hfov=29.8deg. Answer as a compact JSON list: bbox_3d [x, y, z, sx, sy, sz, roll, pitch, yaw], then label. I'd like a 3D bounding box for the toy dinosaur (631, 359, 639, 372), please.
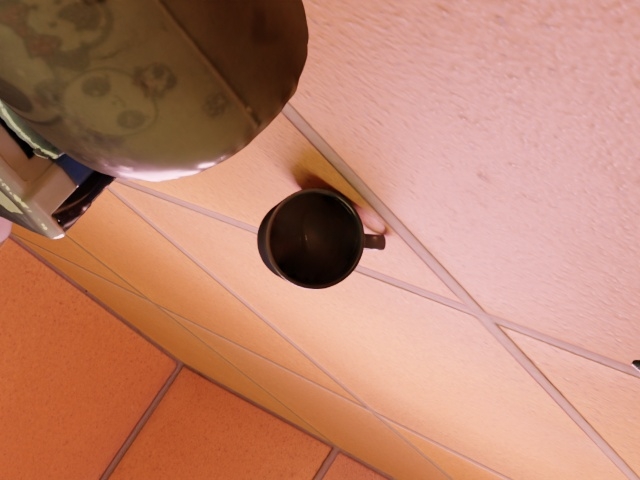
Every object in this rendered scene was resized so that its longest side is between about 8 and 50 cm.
[{"bbox_3d":[0.337,0.200,0.838,0.363,0.076,0.147,38,161,-2],"label":"toy dinosaur"}]

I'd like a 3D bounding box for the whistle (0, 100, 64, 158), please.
[{"bbox_3d":[-0.204,-0.157,0.817,0.274,0.093,0.186,31,141,-2],"label":"whistle"}]

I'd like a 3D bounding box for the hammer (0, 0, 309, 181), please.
[{"bbox_3d":[0.000,-0.110,0.334,0.305,0.113,0.202,-5,149,30],"label":"hammer"}]

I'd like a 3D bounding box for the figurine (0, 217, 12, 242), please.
[{"bbox_3d":[-0.484,-0.162,1.318,0.218,0.206,0.365,-95,-12,-59],"label":"figurine"}]

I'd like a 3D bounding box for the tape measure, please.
[{"bbox_3d":[-0.337,-0.129,1.145,0.259,0.138,0.262,16,159,50],"label":"tape measure"}]

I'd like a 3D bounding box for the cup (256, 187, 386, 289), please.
[{"bbox_3d":[0.000,0.000,0.955,0.100,0.078,0.077,5,178,-12],"label":"cup"}]
